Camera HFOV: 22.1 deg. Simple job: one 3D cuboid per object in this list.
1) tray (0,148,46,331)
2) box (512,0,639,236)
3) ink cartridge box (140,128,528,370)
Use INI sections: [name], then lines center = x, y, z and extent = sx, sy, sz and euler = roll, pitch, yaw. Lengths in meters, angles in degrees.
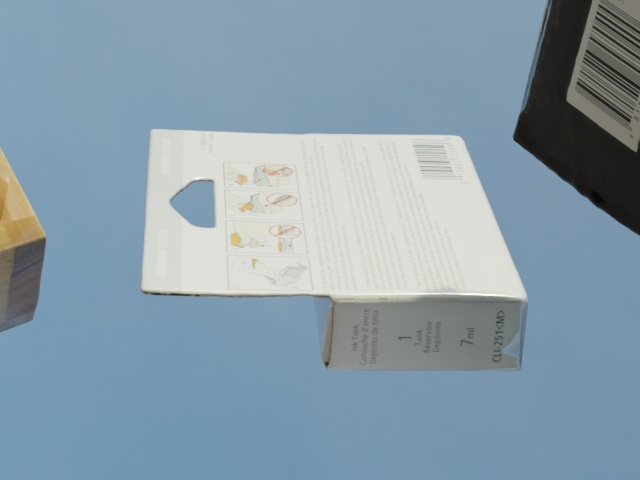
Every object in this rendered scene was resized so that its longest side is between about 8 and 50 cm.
[tray]
center = -0.295, -0.113, 0.688
extent = 0.411, 0.203, 0.076
euler = 58, -27, 24
[box]
center = 0.217, -0.107, 0.805
extent = 0.108, 0.207, 0.153
euler = 43, -45, 38
[ink cartridge box]
center = 0.000, 0.000, 1.125
extent = 0.275, 0.239, 0.060
euler = -99, -170, -64
